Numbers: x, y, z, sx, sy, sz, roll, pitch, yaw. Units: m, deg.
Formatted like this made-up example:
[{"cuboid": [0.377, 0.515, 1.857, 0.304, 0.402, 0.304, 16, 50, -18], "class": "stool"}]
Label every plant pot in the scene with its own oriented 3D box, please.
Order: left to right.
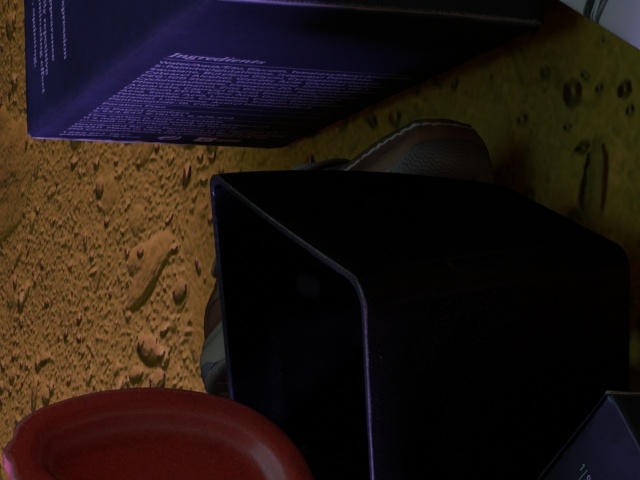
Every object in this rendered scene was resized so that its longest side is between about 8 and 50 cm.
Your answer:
[{"cuboid": [0.058, 0.059, 0.775, 0.187, 0.167, 0.188, 35, 134, 59], "class": "plant pot"}]

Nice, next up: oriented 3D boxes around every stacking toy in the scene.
[{"cuboid": [-0.104, 0.236, 0.682, 0.130, 0.279, 0.309, 106, 148, -48], "class": "stacking toy"}]

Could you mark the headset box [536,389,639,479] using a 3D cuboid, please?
[{"cuboid": [0.156, 0.234, 0.622, 0.283, 0.131, 0.246, -62, 35, 35], "class": "headset box"}]

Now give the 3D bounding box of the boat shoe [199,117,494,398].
[{"cuboid": [0.000, 0.000, 0.980, 0.324, 0.123, 0.116, -43, 46, 49], "class": "boat shoe"}]

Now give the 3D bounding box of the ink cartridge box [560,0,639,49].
[{"cuboid": [0.186, -0.159, 0.702, 0.191, 0.082, 0.140, 50, 128, 55], "class": "ink cartridge box"}]

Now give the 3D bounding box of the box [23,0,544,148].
[{"cuboid": [-0.051, -0.240, 0.977, 0.395, 0.212, 0.293, 164, 105, -65], "class": "box"}]
